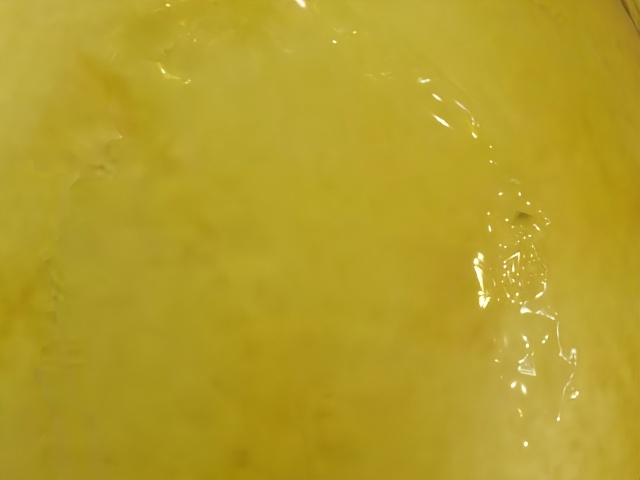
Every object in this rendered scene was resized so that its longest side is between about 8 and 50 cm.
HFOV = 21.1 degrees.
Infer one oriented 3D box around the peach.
[{"bbox_3d":[-0.020,0.013,0.510,0.282,0.314,0.315,-7,118,22],"label":"peach"}]
